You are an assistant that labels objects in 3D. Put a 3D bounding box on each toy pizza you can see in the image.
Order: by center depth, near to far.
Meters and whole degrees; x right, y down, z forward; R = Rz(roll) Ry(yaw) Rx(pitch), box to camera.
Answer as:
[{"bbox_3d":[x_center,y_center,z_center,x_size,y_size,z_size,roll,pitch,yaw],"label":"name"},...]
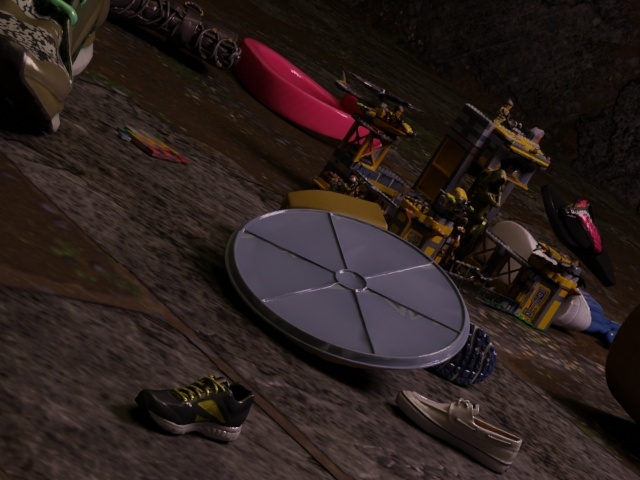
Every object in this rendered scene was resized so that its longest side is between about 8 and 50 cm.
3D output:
[{"bbox_3d":[0.019,0.043,1.301,0.201,0.032,0.201,16,30,-10],"label":"toy pizza"}]

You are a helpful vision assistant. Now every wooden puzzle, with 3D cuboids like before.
[{"bbox_3d":[-0.159,-0.090,1.557,0.049,0.006,0.083,38,13,26],"label":"wooden puzzle"}]

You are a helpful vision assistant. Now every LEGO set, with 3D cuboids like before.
[{"bbox_3d":[0.163,-0.060,1.804,0.331,0.192,0.255,24,14,-35],"label":"LEGO set"}]

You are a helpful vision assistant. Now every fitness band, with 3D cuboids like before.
[{"bbox_3d":[-0.016,-0.196,2.262,0.209,0.054,0.291,26,12,-25],"label":"fitness band"}]

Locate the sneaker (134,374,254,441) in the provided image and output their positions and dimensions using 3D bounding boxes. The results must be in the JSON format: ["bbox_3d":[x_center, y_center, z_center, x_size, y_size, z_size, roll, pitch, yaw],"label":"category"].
[{"bbox_3d":[-0.071,0.090,0.953,0.031,0.035,0.083,40,14,37],"label":"sneaker"}]

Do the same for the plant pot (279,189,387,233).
[{"bbox_3d":[0.000,0.000,1.427,0.083,0.081,0.081,20,13,-10],"label":"plant pot"}]

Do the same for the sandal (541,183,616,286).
[{"bbox_3d":[0.288,-0.011,1.801,0.179,0.040,0.067,41,35,-44],"label":"sandal"}]

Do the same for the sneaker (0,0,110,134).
[{"bbox_3d":[-0.246,-0.222,1.438,0.158,0.182,0.410,30,12,-12],"label":"sneaker"}]

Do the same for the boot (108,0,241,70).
[{"bbox_3d":[-0.198,-0.284,2.057,0.229,0.091,0.263,30,9,-6],"label":"boot"}]

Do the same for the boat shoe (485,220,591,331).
[{"bbox_3d":[0.257,0.043,1.953,0.063,0.066,0.184,36,6,-41],"label":"boat shoe"}]

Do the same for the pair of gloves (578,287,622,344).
[{"bbox_3d":[0.316,0.083,2.041,0.159,0.023,0.198,21,15,-36],"label":"pair of gloves"}]

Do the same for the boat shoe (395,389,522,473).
[{"bbox_3d":[0.104,0.133,1.234,0.100,0.035,0.035,32,12,-2],"label":"boat shoe"}]

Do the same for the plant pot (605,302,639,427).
[{"bbox_3d":[0.423,0.172,1.531,0.237,0.237,0.254,23,30,-39],"label":"plant pot"}]

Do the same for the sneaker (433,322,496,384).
[{"bbox_3d":[0.089,0.075,1.408,0.135,0.052,0.058,29,5,-20],"label":"sneaker"}]
